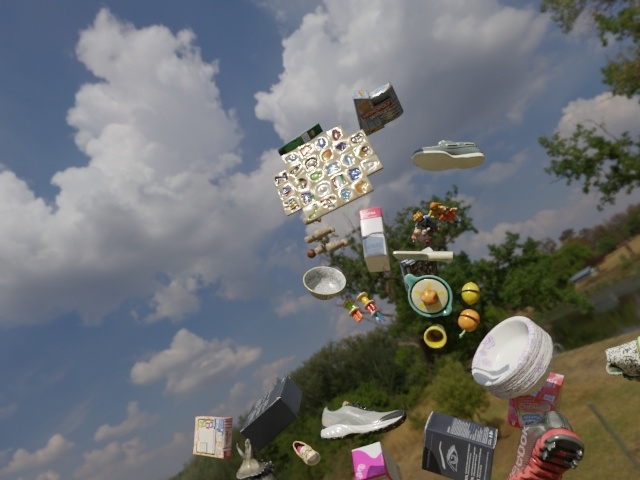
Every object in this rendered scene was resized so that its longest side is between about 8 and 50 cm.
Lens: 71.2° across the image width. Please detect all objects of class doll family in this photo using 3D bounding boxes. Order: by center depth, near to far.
[{"bbox_3d":[0.544,-0.101,2.202,0.263,0.118,0.163,-41,-47,19],"label":"doll family"}]

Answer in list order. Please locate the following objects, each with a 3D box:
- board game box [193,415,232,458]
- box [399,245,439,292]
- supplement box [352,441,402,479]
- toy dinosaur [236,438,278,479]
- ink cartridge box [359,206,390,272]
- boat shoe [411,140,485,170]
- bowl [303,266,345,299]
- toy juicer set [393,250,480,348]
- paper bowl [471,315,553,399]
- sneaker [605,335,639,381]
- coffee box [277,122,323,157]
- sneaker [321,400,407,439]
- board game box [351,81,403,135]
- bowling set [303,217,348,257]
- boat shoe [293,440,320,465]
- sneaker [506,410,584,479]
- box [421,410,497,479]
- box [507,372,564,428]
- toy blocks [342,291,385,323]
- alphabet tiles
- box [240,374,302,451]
[{"bbox_3d":[-0.436,0.791,1.807,0.194,0.146,0.045,-14,-22,38],"label":"board game box"},{"bbox_3d":[0.497,0.156,2.234,0.175,0.051,0.220,-28,-50,-7],"label":"box"},{"bbox_3d":[0.209,0.831,1.599,0.114,0.111,0.220,-21,-53,11],"label":"supplement box"},{"bbox_3d":[-0.144,0.749,1.342,0.121,0.314,0.160,-47,-22,-11],"label":"toy dinosaur"},{"bbox_3d":[0.240,0.000,1.966,0.100,0.237,0.172,-9,-28,11],"label":"ink cartridge box"},{"bbox_3d":[0.526,-0.363,1.874,0.320,0.098,0.116,-1,-30,-12],"label":"boat shoe"},{"bbox_3d":[0.015,0.189,1.810,0.170,0.170,0.080,-19,-48,-27],"label":"bowl"},{"bbox_3d":[0.373,0.157,1.377,0.209,0.328,0.089,-22,1,23],"label":"toy juicer set"},{"bbox_3d":[0.674,0.416,1.544,0.284,0.148,0.284,-52,5,7],"label":"paper bowl"},{"bbox_3d":[1.061,0.415,1.490,0.182,0.157,0.410,-17,-42,37],"label":"sneaker"},{"bbox_3d":[-0.071,-0.368,1.639,0.113,0.040,0.184,-25,16,31],"label":"coffee box"},{"bbox_3d":[0.123,0.531,1.342,0.272,0.107,0.100,-15,-31,18],"label":"sneaker"},{"bbox_3d":[0.207,-0.522,1.743,0.194,0.060,0.194,-25,-40,16],"label":"board game box"},{"bbox_3d":[0.000,0.000,2.564,0.154,0.287,0.199,-17,-30,-43],"label":"bowling set"},{"bbox_3d":[-0.066,0.917,1.933,0.063,0.059,0.170,-47,22,-29],"label":"boat shoe"},{"bbox_3d":[0.506,0.506,1.040,0.135,0.098,0.275,-63,-11,-61],"label":"sneaker"},{"bbox_3d":[0.432,0.651,1.396,0.207,0.153,0.108,9,14,25],"label":"box"},{"bbox_3d":[0.832,0.612,1.723,0.154,0.142,0.300,8,9,33],"label":"box"},{"bbox_3d":[0.178,0.284,1.779,0.123,0.148,0.054,-22,-44,-22],"label":"toy blocks"},{"bbox_3d":[0.016,-0.221,1.454,0.343,0.285,0.011,-26,-28,7],"label":"alphabet tiles"},{"bbox_3d":[-0.169,0.621,1.634,0.184,0.103,0.261,-44,-1,1],"label":"box"}]
